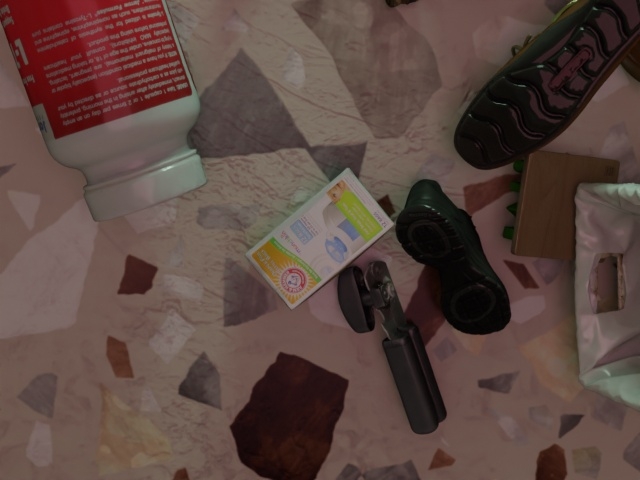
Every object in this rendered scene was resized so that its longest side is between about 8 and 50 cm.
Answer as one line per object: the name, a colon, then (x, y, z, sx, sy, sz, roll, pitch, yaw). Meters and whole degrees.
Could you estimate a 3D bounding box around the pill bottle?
pill bottle: (-0.305, -0.246, 1.673, 0.229, 0.229, 0.408, -18, 98, -2)

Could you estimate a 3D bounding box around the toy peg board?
toy peg board: (0.363, -0.056, 1.838, 0.160, 0.079, 0.161, 5, 98, -21)

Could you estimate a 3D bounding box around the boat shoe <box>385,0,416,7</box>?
boat shoe: (0.119, -0.440, 1.767, 0.060, 0.064, 0.178, -9, 105, -8)

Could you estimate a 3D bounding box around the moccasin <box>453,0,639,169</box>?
moccasin: (0.347, -0.256, 1.752, 0.139, 0.147, 0.380, 39, 102, 2)

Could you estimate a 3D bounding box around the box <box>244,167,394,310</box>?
box: (0.000, 0.000, 1.784, 0.203, 0.103, 0.114, -39, 88, 2)

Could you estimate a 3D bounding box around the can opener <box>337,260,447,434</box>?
can opener: (0.108, 0.167, 1.852, 0.095, 0.076, 0.283, -14, 100, 30)

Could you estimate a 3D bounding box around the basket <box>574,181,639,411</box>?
basket: (0.564, 0.076, 1.711, 0.266, 0.331, 0.328, -6, 98, -20)

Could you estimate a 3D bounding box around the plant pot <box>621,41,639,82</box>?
plant pot: (0.526, -0.334, 1.750, 0.236, 0.032, 0.236, 9, 104, 36)

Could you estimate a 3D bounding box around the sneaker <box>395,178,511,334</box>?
sneaker: (0.215, 0.024, 1.810, 0.109, 0.130, 0.286, -17, 123, 23)
